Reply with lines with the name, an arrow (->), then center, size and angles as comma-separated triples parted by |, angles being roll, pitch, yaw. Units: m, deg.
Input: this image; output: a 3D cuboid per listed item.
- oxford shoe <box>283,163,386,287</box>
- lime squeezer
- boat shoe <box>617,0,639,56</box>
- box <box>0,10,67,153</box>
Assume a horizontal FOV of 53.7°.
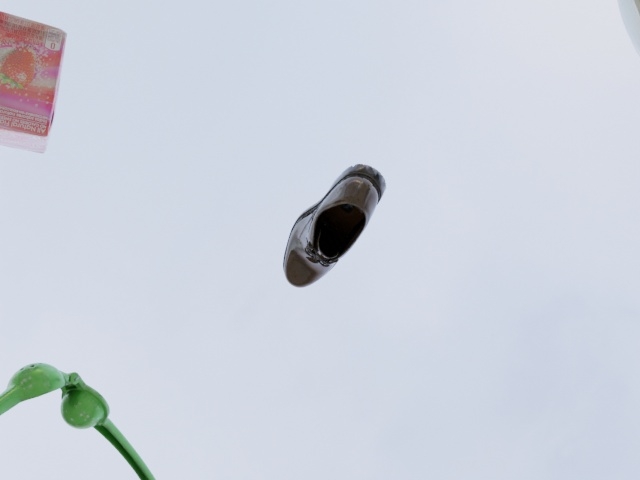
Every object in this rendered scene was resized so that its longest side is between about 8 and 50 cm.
oxford shoe -> 0.000, 0.000, 0.851 | 0.083, 0.096, 0.227 | 29, -48, -4
lime squeezer -> -0.265, 0.189, 0.658 | 0.059, 0.310, 0.110 | -29, -124, 13
boat shoe -> 0.440, -0.366, 0.849 | 0.091, 0.109, 0.305 | -13, -119, 18
box -> -0.482, -0.215, 0.777 | 0.300, 0.154, 0.142 | 10, -96, -25
